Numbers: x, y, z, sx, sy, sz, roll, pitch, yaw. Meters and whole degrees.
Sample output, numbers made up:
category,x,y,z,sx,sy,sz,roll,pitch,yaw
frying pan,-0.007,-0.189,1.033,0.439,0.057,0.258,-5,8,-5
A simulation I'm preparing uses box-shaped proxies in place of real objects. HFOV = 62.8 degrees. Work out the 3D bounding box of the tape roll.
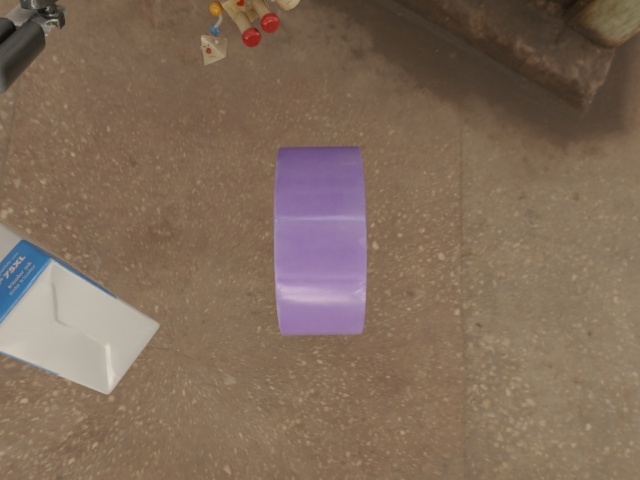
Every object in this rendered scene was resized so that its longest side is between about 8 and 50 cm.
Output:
category,x,y,z,sx,sy,sz,roll,pitch,yaw
tape roll,0.000,0.000,0.528,0.080,0.189,0.189,-1,79,0

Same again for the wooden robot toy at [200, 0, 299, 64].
category,x,y,z,sx,sy,sz,roll,pitch,yaw
wooden robot toy,-0.081,-0.268,0.562,0.173,0.079,0.076,-36,55,10

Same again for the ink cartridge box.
category,x,y,z,sx,sy,sz,roll,pitch,yaw
ink cartridge box,-0.275,0.039,0.481,0.231,0.134,0.078,23,72,34

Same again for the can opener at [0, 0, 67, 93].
category,x,y,z,sx,sy,sz,roll,pitch,yaw
can opener,-0.436,-0.302,0.741,0.074,0.093,0.280,3,46,-6
